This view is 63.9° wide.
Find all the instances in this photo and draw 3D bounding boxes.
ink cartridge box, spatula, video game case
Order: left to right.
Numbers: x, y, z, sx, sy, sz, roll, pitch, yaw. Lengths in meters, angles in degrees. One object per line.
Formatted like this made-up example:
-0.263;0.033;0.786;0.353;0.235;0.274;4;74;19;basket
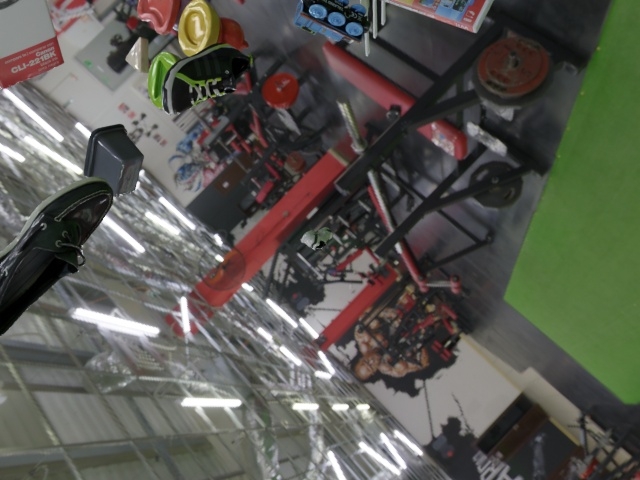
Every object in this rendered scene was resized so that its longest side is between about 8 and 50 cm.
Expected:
-0.497;-0.392;0.731;0.197;0.114;0.273;47;154;10;ink cartridge box
0.150;-0.628;1.374;0.019;0.168;0.242;20;162;16;spatula
0.208;-0.530;0.958;0.285;0.204;0.025;29;-172;20;video game case

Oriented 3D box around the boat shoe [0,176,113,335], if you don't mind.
-0.478;0.030;0.902;0.113;0.340;0.127;33;152;20;boat shoe

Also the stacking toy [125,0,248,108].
-0.325;-0.474;1.242;0.130;0.279;0.309;-4;-133;-48;stacking toy

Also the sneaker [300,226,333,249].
0.000;0.000;1.134;0.044;0.040;0.109;42;-152;18;sneaker

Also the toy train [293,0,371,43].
0.028;-0.535;1.234;0.184;0.080;0.105;17;164;-22;toy train

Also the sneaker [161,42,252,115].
-0.216;-0.323;1.015;0.097;0.234;0.084;23;144;16;sneaker

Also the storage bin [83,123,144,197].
-0.426;-0.163;1.087;0.091;0.135;0.098;44;-140;13;storage bin
